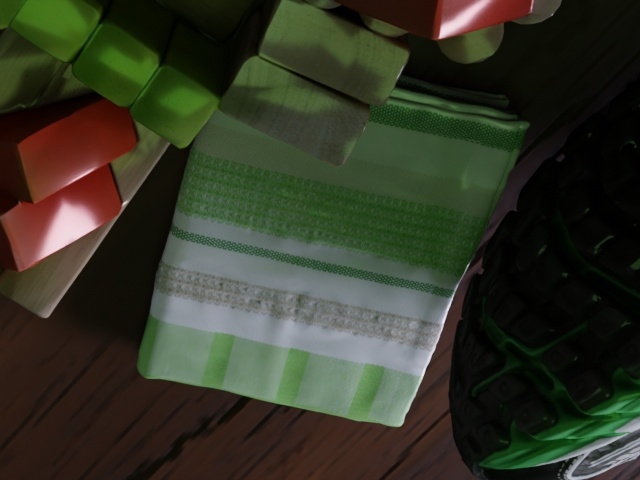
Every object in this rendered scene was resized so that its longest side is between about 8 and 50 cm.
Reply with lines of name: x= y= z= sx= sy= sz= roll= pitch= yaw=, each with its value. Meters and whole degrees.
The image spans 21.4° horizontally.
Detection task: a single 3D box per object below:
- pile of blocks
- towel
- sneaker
pile of blocks: x=0.000 y=-0.096 z=0.495 sx=0.362 sy=0.112 sz=0.149 roll=-28 pitch=111 yaw=12
towel: x=0.000 y=0.000 z=0.630 sx=0.113 sy=0.023 sz=0.152 roll=14 pitch=124 yaw=-9
sneaker: x=0.197 y=0.000 z=0.567 sx=0.344 sy=0.134 sz=0.146 roll=-30 pitch=121 yaw=16
